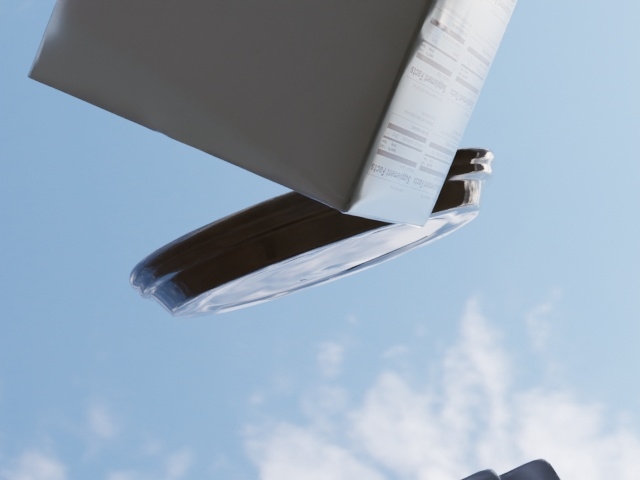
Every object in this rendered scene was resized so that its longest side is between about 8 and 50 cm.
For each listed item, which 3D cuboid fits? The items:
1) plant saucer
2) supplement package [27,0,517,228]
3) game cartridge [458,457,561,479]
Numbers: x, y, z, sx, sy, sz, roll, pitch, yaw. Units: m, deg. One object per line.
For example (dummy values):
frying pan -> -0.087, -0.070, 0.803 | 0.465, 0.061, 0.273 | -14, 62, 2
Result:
plant saucer -> 0.000, 0.000, 1.089 | 0.277, 0.278, 0.041 | -16, -98, -30
supplement package -> -0.009, -0.137, 0.808 | 0.203, 0.194, 0.149 | -68, -19, 4
game cartridge -> 0.064, 0.226, 0.529 | 0.196, 0.294, 0.060 | -19, -42, -13
